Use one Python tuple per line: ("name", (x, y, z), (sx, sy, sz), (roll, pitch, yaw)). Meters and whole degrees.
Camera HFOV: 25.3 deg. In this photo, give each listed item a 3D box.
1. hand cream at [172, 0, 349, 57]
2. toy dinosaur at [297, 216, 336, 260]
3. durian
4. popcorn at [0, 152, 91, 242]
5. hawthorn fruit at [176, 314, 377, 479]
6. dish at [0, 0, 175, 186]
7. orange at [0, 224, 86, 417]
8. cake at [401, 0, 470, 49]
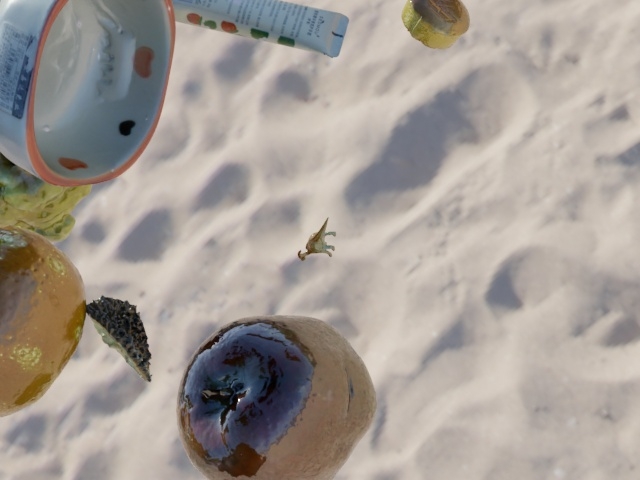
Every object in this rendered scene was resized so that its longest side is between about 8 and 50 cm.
("hand cream", (-0.100, -0.315, 2.002), (0.276, 0.059, 0.095), (13, 49, 3))
("toy dinosaur", (0.003, 0.000, 1.866), (0.113, 0.041, 0.026), (131, 137, -55))
("durian", (-0.234, 0.110, 1.642), (0.130, 0.052, 0.066), (44, 122, 25))
("popcorn", (-0.473, -0.116, 2.247), (0.235, 0.241, 0.250), (50, 127, 56))
("hawthorn fruit", (-0.079, 0.236, 2.005), (0.267, 0.301, 0.268), (-4, 83, 33))
("dish", (-0.272, -0.186, 1.522), (0.117, 0.256, 0.256), (20, 69, 27))
("orange", (-0.371, 0.107, 1.623), (0.237, 0.179, 0.158), (-47, 29, 16))
("cake", (0.142, -0.275, 1.748), (0.044, 0.084, 0.084), (127, 156, -47))
